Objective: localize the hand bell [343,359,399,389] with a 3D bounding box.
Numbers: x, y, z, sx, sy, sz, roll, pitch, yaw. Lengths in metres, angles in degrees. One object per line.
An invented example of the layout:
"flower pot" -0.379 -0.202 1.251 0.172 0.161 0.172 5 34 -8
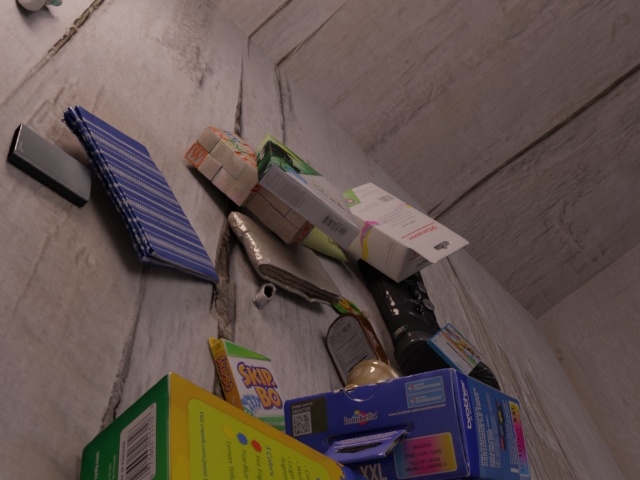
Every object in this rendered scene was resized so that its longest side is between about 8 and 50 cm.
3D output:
"hand bell" 0.040 0.299 1.321 0.126 0.126 0.242 54 29 17

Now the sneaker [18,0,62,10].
"sneaker" -0.586 -0.528 1.573 0.094 0.080 0.212 50 11 -42

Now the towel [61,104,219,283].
"towel" -0.313 -0.074 1.303 0.336 0.040 0.243 57 10 21

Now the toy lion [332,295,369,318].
"toy lion" 0.061 0.158 1.765 0.096 0.034 0.100 48 15 24

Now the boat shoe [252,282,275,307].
"boat shoe" -0.104 0.102 1.462 0.035 0.035 0.100 48 17 -1

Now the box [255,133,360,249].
"box" -0.036 -0.116 1.622 0.232 0.058 0.322 37 10 -17

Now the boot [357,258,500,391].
"boot" 0.287 0.228 2.015 0.367 0.146 0.445 41 14 -29

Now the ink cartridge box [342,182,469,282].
"ink cartridge box" 0.199 -0.010 2.009 0.353 0.119 0.207 34 35 28

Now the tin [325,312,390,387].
"tin" 0.072 0.231 1.505 0.040 0.106 0.190 21 30 -42

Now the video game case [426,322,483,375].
"video game case" 0.326 0.263 1.783 0.119 0.015 0.166 45 24 13

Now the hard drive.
"hard drive" -0.423 -0.118 1.166 0.135 0.022 0.094 37 21 -33

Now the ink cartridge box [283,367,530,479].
"ink cartridge box" 0.126 0.301 1.103 0.395 0.269 0.151 35 45 -54

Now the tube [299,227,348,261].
"tube" 0.000 0.000 1.909 0.240 0.062 0.070 29 59 -61

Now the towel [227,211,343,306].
"towel" -0.075 0.046 1.612 0.282 0.049 0.187 30 18 -45

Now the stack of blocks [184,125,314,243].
"stack of blocks" -0.144 -0.122 1.665 0.297 0.087 0.171 42 11 9

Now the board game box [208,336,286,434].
"board game box" -0.096 0.258 1.152 0.124 0.039 0.259 34 20 -45

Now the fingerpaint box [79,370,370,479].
"fingerpaint box" -0.052 0.405 0.717 0.371 0.163 0.445 37 21 -32
